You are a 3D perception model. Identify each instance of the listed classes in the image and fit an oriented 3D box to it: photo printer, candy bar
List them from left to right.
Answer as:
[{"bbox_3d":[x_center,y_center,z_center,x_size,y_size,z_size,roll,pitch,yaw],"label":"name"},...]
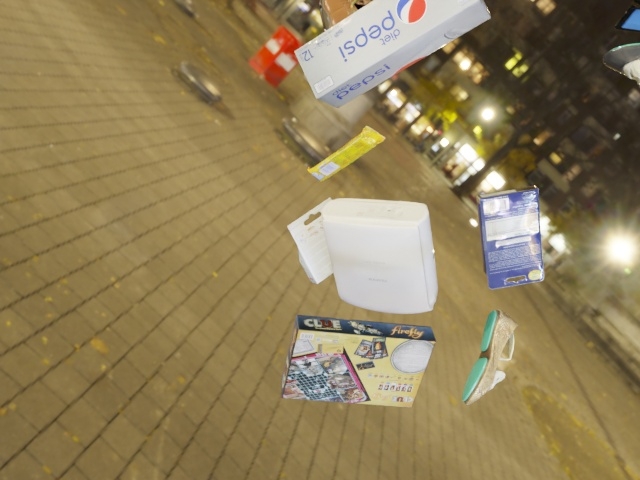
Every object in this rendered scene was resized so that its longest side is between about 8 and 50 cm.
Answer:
[{"bbox_3d":[0.038,-0.140,1.270,0.040,0.161,0.018,29,51,-28],"label":"candy bar"},{"bbox_3d":[0.148,0.049,1.835,0.107,0.256,0.307,-62,149,-44],"label":"photo printer"}]

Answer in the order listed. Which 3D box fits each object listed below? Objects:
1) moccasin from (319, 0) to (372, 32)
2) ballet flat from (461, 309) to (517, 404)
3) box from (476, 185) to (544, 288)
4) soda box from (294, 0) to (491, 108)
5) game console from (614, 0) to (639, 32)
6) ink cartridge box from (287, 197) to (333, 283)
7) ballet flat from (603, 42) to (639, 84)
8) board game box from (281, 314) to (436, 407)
[{"bbox_3d":[0.079,-0.473,1.672,0.380,0.147,0.139,-93,162,-56],"label":"moccasin"},{"bbox_3d":[0.348,0.242,1.541,0.067,0.206,0.073,24,-11,-6],"label":"ballet flat"},{"bbox_3d":[0.435,-0.005,1.753,0.036,0.137,0.225,-103,-177,-72],"label":"box"},{"bbox_3d":[0.110,-0.318,1.185,0.091,0.286,0.098,65,19,10],"label":"soda box"},{"bbox_3d":[0.669,-0.430,1.516,0.122,0.071,0.107,4,31,-10],"label":"game console"},{"bbox_3d":[0.000,0.000,1.966,0.045,0.145,0.179,14,-45,62],"label":"ink cartridge box"},{"bbox_3d":[0.586,-0.303,1.315,0.203,0.074,0.074,2,-17,34],"label":"ballet flat"},{"bbox_3d":[0.063,0.216,1.354,0.243,0.165,0.042,7,33,-11],"label":"board game box"}]
